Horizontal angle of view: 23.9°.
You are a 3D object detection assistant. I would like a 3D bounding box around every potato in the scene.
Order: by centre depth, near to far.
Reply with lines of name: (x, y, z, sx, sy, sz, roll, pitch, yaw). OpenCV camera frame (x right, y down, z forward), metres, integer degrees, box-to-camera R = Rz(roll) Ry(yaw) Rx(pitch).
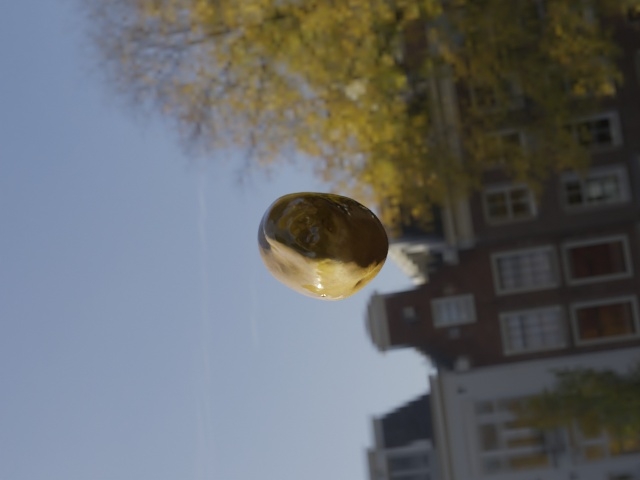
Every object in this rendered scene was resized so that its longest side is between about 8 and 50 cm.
potato: (0.000, 0.000, 0.783, 0.083, 0.068, 0.062, 67, -160, -71)
